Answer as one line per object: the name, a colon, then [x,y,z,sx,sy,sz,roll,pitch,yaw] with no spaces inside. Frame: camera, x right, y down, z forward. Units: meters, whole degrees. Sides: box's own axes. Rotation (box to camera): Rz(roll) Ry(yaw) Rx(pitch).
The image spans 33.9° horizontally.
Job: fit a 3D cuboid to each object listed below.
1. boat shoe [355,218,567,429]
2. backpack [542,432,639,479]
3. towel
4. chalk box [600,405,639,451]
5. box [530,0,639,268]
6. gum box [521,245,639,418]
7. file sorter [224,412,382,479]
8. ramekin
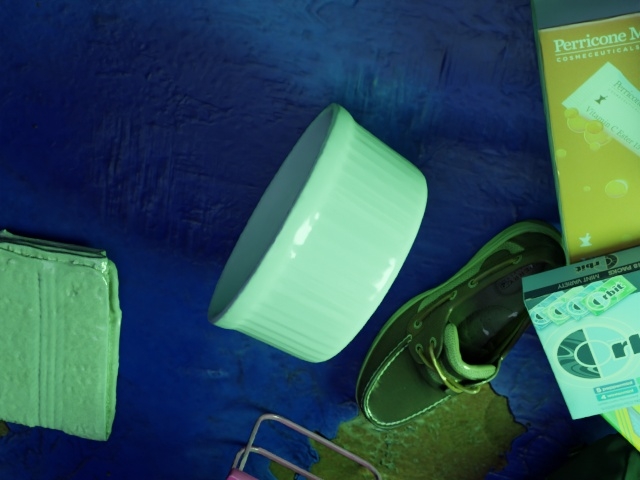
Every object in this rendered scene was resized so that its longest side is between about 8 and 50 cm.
boat shoe: [0.162,0.120,1.256,0.123,0.123,0.342,44,112,-8]
backpack: [0.409,0.448,1.285,0.355,0.273,0.290,31,126,-18]
towel: [-0.362,0.128,1.396,0.187,0.049,0.282,11,113,7]
chalk box: [0.431,0.192,1.233,0.213,0.132,0.132,42,112,-8]
box: [0.339,-0.116,1.062,0.215,0.168,0.345,-8,126,13]
gum box: [0.313,0.096,1.097,0.157,0.041,0.184,-17,124,18]
file sorter: [-0.069,0.404,1.376,0.202,0.182,0.290,28,114,-2]
ramekin: [0.000,0.000,1.165,0.135,0.277,0.277,30,113,-10]
